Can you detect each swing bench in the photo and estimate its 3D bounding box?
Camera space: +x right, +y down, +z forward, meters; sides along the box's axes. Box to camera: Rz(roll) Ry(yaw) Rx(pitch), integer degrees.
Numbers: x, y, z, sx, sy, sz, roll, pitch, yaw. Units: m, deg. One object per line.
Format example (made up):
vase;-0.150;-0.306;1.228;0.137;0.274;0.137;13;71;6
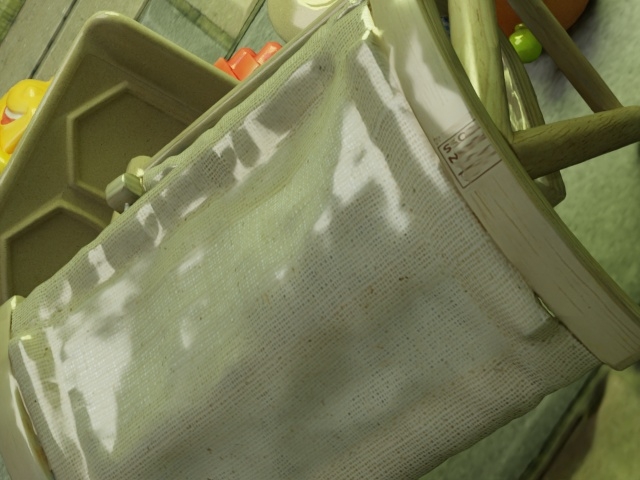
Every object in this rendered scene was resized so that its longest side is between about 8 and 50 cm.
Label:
swing bench;0.000;0.000;0.551;0.253;0.165;0.255;-37;9;26

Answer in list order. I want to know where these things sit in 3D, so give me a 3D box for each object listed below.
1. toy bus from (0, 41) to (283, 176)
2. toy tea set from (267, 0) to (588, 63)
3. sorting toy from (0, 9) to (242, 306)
toy bus;-0.110;-0.069;0.880;0.211;0.220;0.149;-49;32;12
toy tea set;0.092;-0.162;0.761;0.200;0.124;0.336;30;88;33
sorting toy;-0.146;-0.024;0.790;0.229;0.307;0.041;-59;22;6
